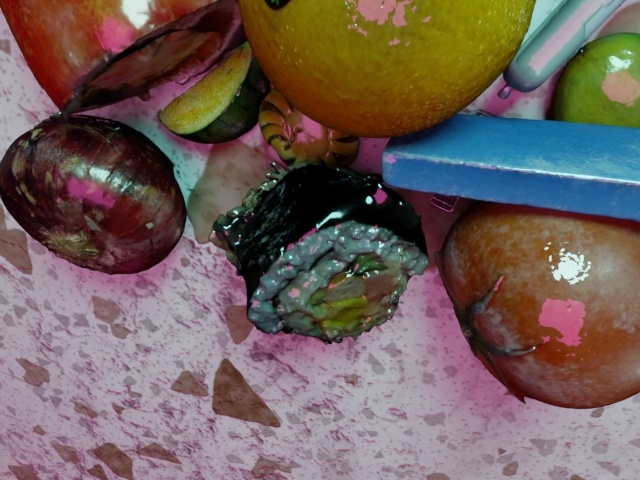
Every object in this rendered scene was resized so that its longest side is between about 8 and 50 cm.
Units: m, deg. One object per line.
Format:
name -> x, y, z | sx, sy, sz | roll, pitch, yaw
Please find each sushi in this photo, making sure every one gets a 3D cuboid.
sushi -> -0.002, -0.003, 0.582 | 0.225, 0.218, 0.238 | -37, 124, 7

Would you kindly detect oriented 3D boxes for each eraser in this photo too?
eraser -> 0.228, -0.081, 0.461 | 0.312, 0.144, 0.042 | 10, 127, 19

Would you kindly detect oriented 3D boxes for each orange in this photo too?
orange -> 0.058, -0.230, 0.432 | 0.274, 0.274, 0.274 | 5, 117, 10

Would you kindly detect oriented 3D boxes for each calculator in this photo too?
calculator -> 0.271, -0.241, 0.448 | 0.045, 0.141, 0.246 | 44, 117, 3

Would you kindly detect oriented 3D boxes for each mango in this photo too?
mango -> 0.334, -0.134, 0.516 | 0.122, 0.085, 0.191 | -12, 111, 16

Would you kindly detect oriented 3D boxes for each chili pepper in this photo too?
chili pepper -> -0.252, -0.314, 0.507 | 0.251, 0.229, 0.305 | -24, 95, 53

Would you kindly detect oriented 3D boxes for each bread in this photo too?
bread -> -0.014, -0.147, 0.599 | 0.130, 0.071, 0.139 | -15, 112, 15

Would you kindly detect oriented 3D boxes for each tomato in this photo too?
tomato -> 0.275, 0.051, 0.526 | 0.265, 0.265, 0.264 | 5, 117, 10

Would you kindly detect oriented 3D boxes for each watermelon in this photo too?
watermelon -> -0.132, -0.180, 0.629 | 0.182, 0.075, 0.092 | -30, 61, 22

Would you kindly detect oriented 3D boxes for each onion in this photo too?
onion -> -0.310, -0.061, 0.640 | 0.247, 0.190, 0.246 | 5, 138, 5

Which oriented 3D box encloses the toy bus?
toy bus -> 0.186, -0.103, 0.585 | 0.037, 0.052, 0.130 | 27, 117, 8
